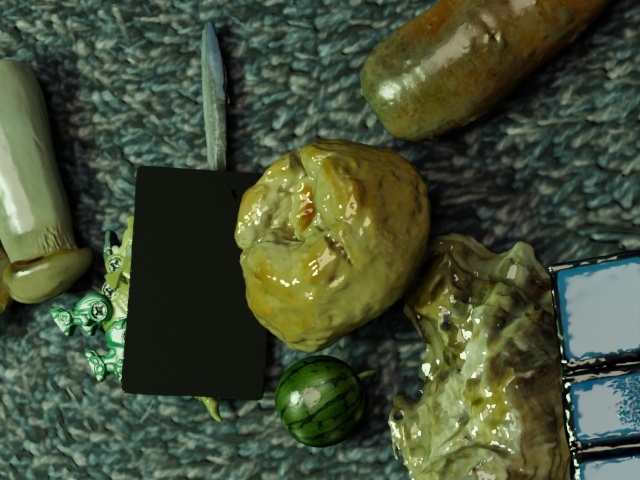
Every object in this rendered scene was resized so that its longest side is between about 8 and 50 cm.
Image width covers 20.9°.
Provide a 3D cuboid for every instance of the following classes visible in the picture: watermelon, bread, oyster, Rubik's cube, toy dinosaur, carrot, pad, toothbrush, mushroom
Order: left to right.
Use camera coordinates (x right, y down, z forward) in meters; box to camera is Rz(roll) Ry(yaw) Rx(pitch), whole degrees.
[{"bbox_3d":[-0.369,-0.068,2.083,0.159,0.122,0.329,-50,55,48],"label":"mushroom"},{"bbox_3d":[-0.199,0.109,1.970,0.153,0.094,0.259,-33,75,18],"label":"toy dinosaur"},{"bbox_3d":[-0.135,0.046,1.939,0.159,0.009,0.265,4,74,-5],"label":"pad"},{"bbox_3d":[-0.115,-0.058,1.990,0.035,0.042,0.413,146,123,-60],"label":"toothbrush"},{"bbox_3d":[0.000,0.000,1.841,0.244,0.134,0.244,-24,53,37],"label":"bread"},{"bbox_3d":[0.004,0.169,1.850,0.109,0.109,0.109,-6,76,24],"label":"watermelon"},{"bbox_3d":[0.168,0.158,1.759,0.238,0.115,0.351,4,59,27],"label":"oyster"},{"bbox_3d":[0.182,-0.220,1.841,0.302,0.139,0.139,-40,65,12],"label":"carrot"},{"bbox_3d":[0.389,0.155,1.571,0.288,0.293,0.283,-11,76,21],"label":"Rubik's cube"}]

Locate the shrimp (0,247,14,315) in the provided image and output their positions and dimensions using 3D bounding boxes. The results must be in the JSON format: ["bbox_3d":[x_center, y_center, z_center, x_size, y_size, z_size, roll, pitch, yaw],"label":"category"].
[{"bbox_3d":[-0.495,0.043,2.082,0.262,0.051,0.198,28,50,24],"label":"shrimp"}]
